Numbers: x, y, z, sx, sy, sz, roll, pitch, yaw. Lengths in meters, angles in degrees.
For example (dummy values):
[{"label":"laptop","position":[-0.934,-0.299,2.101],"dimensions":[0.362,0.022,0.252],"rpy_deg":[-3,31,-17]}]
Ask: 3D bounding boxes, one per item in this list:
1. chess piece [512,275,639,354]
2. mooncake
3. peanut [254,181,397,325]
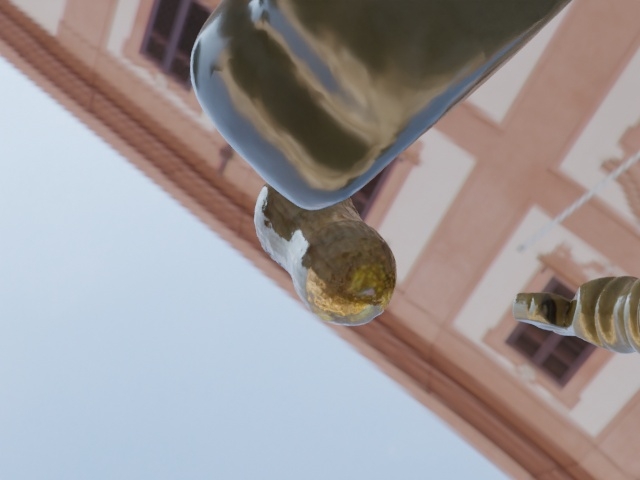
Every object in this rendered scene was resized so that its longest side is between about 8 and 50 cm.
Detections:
[{"label":"chess piece","position":[0.275,0.072,1.270],"dimensions":[0.090,0.200,0.090],"rpy_deg":[2,-93,-33]},{"label":"mooncake","position":[0.047,-0.147,0.709],"dimensions":[0.135,0.275,0.275],"rpy_deg":[43,-133,-8]},{"label":"peanut","position":[0.000,0.000,1.107],"dimensions":[0.087,0.087,0.207],"rpy_deg":[1,-155,-22]}]
